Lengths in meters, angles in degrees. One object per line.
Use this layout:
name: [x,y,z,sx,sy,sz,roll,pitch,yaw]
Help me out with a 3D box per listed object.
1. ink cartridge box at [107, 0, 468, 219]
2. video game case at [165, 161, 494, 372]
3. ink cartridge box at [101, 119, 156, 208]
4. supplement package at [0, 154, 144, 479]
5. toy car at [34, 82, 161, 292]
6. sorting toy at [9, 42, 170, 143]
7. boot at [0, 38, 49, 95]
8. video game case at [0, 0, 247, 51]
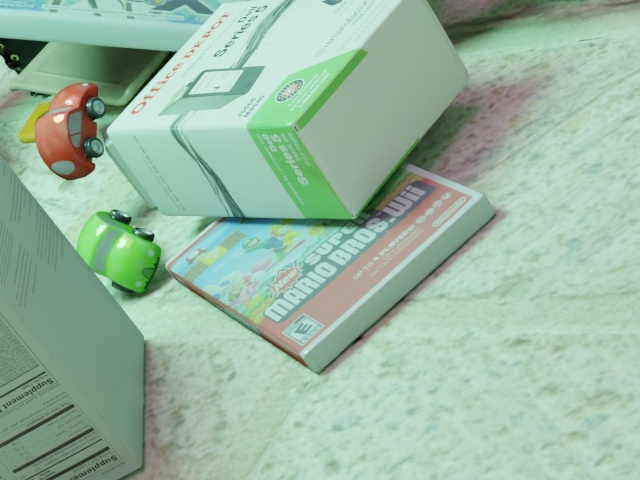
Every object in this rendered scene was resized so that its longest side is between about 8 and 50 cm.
ink cartridge box: [-0.034,-0.124,1.636,0.273,0.115,0.198,2,45,47]
video game case: [0.000,0.000,1.560,0.204,0.025,0.285,-41,29,-13]
ink cartridge box: [-0.146,-0.103,1.799,0.122,0.088,0.052,-32,29,4]
supplement package: [-0.298,0.086,1.487,0.198,0.262,0.199,-29,29,11]
toy car: [-0.236,-0.020,1.730,0.225,0.053,0.239,32,103,42]
sorting toy: [-0.244,-0.216,2.096,0.196,0.047,0.347,8,47,35]
boot: [-0.395,-0.235,2.162,0.236,0.178,0.085,-39,30,-14]
video game case: [-0.202,-0.299,2.031,0.329,0.036,0.300,4,33,-3]
